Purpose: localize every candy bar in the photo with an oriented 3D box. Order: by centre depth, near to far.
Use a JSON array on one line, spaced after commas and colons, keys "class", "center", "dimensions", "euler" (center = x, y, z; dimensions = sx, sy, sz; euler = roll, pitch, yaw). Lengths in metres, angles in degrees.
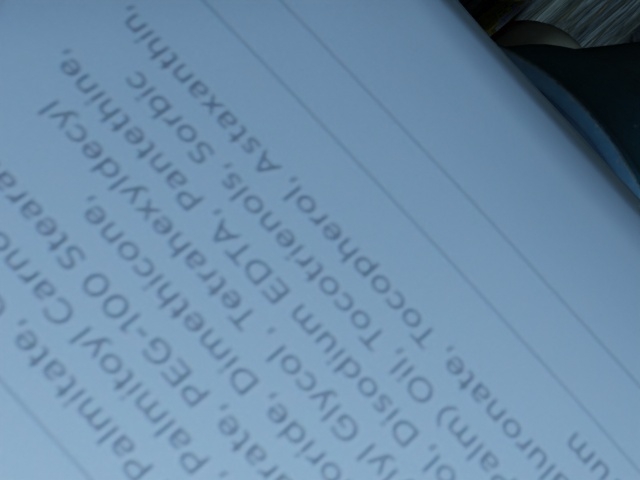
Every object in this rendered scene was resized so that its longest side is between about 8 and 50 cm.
[{"class": "candy bar", "center": [0.167, -0.201, 1.399], "dimensions": [0.161, 0.018, 0.040], "euler": [-41, 173, 6]}]

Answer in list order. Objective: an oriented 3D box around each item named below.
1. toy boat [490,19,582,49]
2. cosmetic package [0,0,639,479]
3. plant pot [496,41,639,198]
[{"class": "toy boat", "center": [0.132, -0.094, 1.608], "dimensions": [0.231, 0.151, 0.151], "euler": [-39, -154, -16]}, {"class": "cosmetic package", "center": [-0.091, 0.149, 0.562], "dimensions": [0.393, 0.327, 0.329], "euler": [-39, 175, -35]}, {"class": "plant pot", "center": [0.225, 0.002, 1.264], "dimensions": [0.334, 0.341, 0.341], "euler": [-17, 162, -36]}]
